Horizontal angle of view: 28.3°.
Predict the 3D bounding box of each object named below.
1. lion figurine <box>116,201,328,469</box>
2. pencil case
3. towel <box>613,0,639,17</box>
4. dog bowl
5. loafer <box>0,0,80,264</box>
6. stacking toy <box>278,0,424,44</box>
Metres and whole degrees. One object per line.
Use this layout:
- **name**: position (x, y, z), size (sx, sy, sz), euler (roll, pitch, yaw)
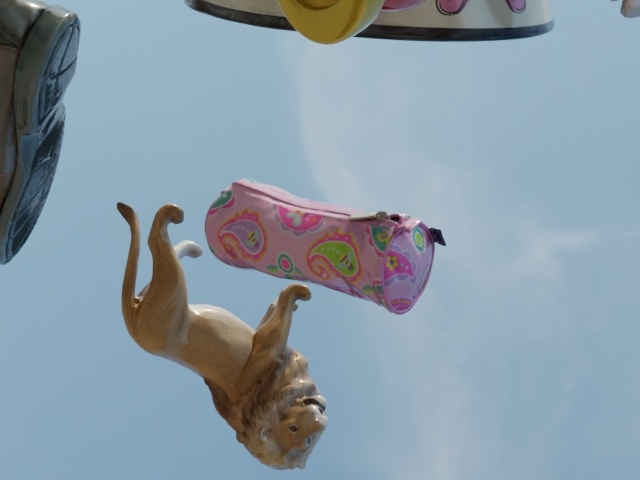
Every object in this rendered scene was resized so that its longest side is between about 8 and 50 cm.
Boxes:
- **lion figurine**: position (-0.147, 0.132, 1.713), size (0.142, 0.392, 0.240), euler (-33, -150, 63)
- **pencil case**: position (0.000, 0.000, 1.525), size (0.284, 0.124, 0.124), euler (14, -83, 35)
- **towel**: position (0.430, -0.362, 1.157), size (0.317, 0.331, 0.053), euler (87, -23, -63)
- **dog bowl**: position (0.057, -0.320, 1.379), size (0.408, 0.408, 0.150), euler (19, -67, 40)
- **loafer**: position (-0.247, -0.089, 0.982), size (0.084, 0.096, 0.267), euler (25, -43, -1)
- **stacking toy**: position (0.074, -0.326, 0.982), size (0.309, 0.130, 0.280), euler (-19, -91, 51)
